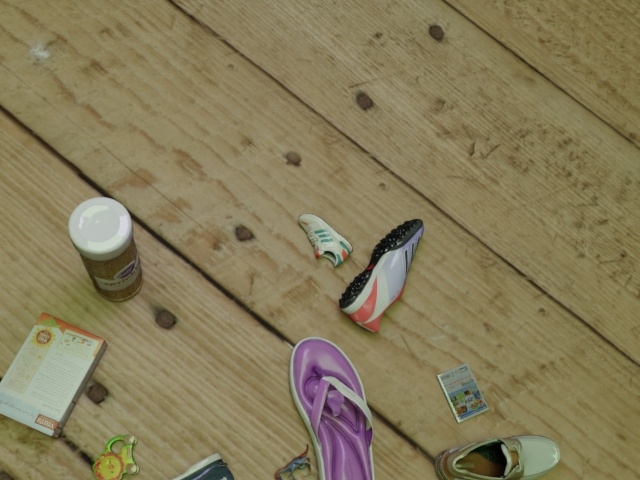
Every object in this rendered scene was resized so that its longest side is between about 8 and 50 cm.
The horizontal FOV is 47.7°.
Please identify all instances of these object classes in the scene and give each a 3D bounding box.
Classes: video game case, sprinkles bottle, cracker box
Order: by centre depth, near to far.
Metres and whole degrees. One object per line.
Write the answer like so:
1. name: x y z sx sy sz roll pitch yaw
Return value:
1. sprinkles bottle: -0.454 0.029 1.563 0.121 0.355 0.121 3 69 -8
2. cracker box: -0.598 0.296 1.598 0.156 0.067 0.232 24 67 1
3. video game case: 0.344 0.369 1.758 0.087 0.011 0.122 -19 74 -16

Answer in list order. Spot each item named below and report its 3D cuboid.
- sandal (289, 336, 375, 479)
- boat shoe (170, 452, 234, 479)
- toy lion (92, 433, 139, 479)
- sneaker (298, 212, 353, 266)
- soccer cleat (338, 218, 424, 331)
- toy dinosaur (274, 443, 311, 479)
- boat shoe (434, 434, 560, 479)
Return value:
1. sandal: 0.048 0.407 1.640 0.169 0.102 0.416 -10 70 -19
2. boat shoe: -0.304 0.554 1.542 0.254 0.095 0.079 -27 65 -27
3. toy lion: -0.447 0.478 1.579 0.096 0.034 0.100 -7 71 -4
4. sneaker: 0.000 0.000 1.810 0.161 0.057 0.075 38 63 2
5. soccer cleat: 0.174 0.081 1.798 0.116 0.109 0.318 46 65 -16
6. toy dinosaur: -0.063 0.512 1.635 0.082 0.047 0.090 -5 38 -2
7. boat shoe: 0.422 0.510 1.670 0.302 0.103 0.113 -7 72 -12
